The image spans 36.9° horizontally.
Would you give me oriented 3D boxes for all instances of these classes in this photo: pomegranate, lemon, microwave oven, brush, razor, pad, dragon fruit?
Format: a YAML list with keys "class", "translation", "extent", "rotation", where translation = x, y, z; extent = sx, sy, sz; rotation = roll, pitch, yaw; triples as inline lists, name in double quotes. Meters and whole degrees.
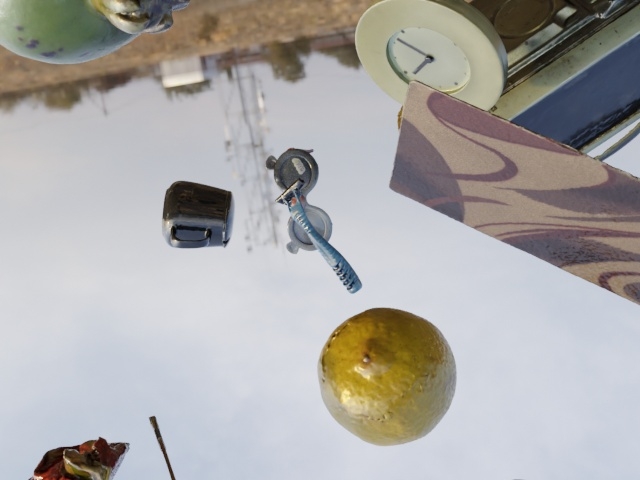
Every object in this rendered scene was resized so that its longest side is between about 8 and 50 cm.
- class: "pomegranate"
  translation: [-0.208, -0.244, 0.850]
  extent: [0.248, 0.202, 0.202]
  rotation: [31, -144, 34]
- class: "lemon"
  translation: [0.129, 0.263, 1.862]
  extent: [0.293, 0.293, 0.293]
  rotation: [-9, -167, 2]
- class: "microwave oven"
  translation: [0.376, -0.302, 1.686]
  extent: [0.394, 0.247, 0.333]
  rotation: [-34, -135, 6]
- class: "brush"
  translation: [-0.288, 0.392, 1.769]
  extent: [0.014, 0.043, 0.170]
  rotation: [-20, -140, -12]
- class: "razor"
  translation: [0.000, 0.000, 1.922]
  extent: [0.082, 0.253, 0.042]
  rotation: [-39, 174, 34]
- class: "pad"
  translation: [0.228, -0.039, 1.006]
  extent: [0.330, 0.220, 0.004]
  rotation: [26, -115, 11]
- class: "dragon fruit"
  translation: [-0.459, 0.434, 1.744]
  extent: [0.152, 0.205, 0.317]
  rotation: [30, -168, -4]

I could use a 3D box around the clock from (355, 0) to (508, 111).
- class: "clock"
  translation: [0.161, -0.270, 1.405]
  extent: [0.235, 0.235, 0.029]
  rotation: [2, -129, 40]

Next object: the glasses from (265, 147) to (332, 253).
- class: "glasses"
  translation: [-0.046, -0.101, 2.219]
  extent: [0.118, 0.234, 0.268]
  rotation: [-15, -172, 1]

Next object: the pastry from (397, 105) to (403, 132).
- class: "pastry"
  translation: [0.265, -0.310, 2.156]
  extent: [0.132, 0.240, 0.235]
  rotation: [26, -155, -3]

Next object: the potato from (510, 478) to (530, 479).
- class: "potato"
  translation: [0.238, 0.440, 1.449]
  extent: [0.299, 0.116, 0.239]
  rotation: [-40, 165, 10]

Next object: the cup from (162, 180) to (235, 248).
- class: "cup"
  translation: [-0.302, -0.044, 2.372]
  extent: [0.177, 0.169, 0.223]
  rotation: [7, -146, -6]
